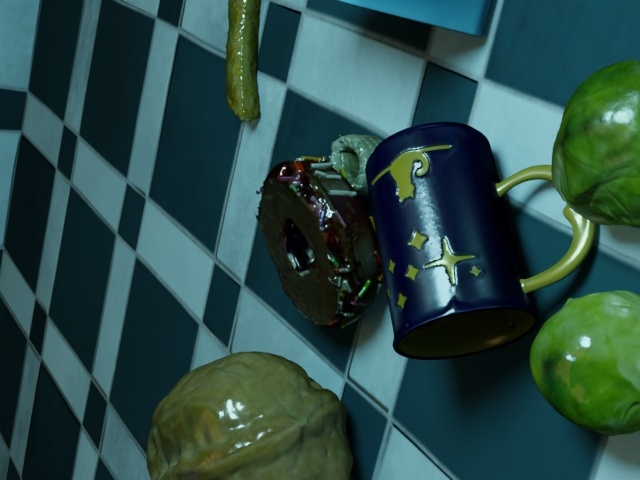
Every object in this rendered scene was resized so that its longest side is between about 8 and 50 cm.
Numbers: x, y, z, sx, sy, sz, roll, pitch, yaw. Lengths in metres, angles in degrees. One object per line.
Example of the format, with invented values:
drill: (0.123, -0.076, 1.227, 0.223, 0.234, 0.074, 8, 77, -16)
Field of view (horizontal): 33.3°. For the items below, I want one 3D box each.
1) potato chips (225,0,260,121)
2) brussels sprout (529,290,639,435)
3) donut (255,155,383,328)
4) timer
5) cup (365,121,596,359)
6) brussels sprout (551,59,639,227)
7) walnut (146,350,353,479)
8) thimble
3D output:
potato chips: (-0.130, -0.413, 1.913, 0.080, 0.057, 0.407, 5, 91, 45)
brussels sprout: (0.288, 0.128, 1.128, 0.151, 0.122, 0.149, -4, 87, 59)
donut: (0.000, 0.000, 1.564, 0.270, 0.103, 0.270, 47, 149, 40)
timer: (0.075, -0.345, 1.396, 0.232, 0.250, 0.091, 38, 120, 52)
cup: (0.193, -0.009, 1.308, 0.178, 0.254, 0.256, 72, -171, -67)
brussels sprout: (0.313, -0.097, 1.093, 0.162, 0.143, 0.180, 59, 154, 3)
walnut: (-0.102, 0.317, 1.593, 0.344, 0.306, 0.306, -37, 56, 54)
thimble: (0.060, -0.114, 1.574, 0.110, 0.062, 0.084, 59, 134, 41)
